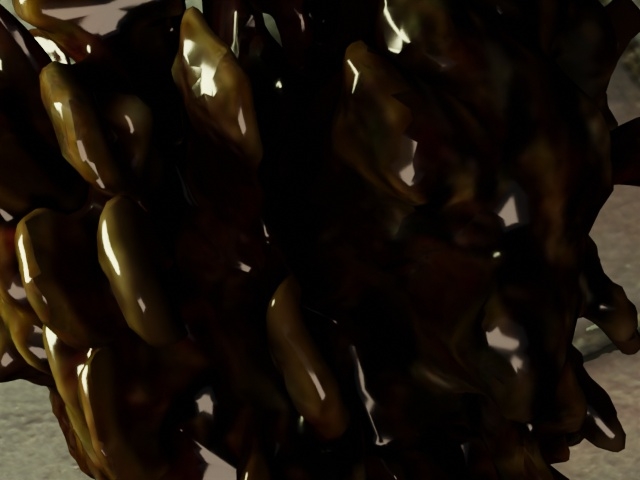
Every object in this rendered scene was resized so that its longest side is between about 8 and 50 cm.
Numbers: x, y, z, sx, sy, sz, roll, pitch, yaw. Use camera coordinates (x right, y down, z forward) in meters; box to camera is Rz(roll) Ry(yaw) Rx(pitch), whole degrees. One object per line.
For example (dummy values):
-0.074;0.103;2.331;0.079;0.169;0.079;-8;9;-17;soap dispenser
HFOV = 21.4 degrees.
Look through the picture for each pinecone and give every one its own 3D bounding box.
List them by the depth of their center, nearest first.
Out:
0.000;0.000;0.814;0.397;0.398;0.398;4;133;5;pinecone
